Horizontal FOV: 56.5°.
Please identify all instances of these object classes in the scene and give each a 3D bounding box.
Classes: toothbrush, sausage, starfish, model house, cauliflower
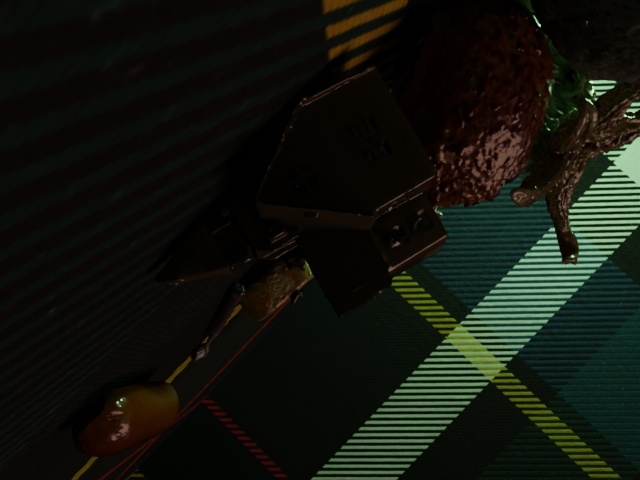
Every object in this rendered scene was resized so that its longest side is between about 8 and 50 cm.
[{"bbox_3d":[-0.191,0.157,1.070,0.029,0.024,0.354,-33,169,-33],"label":"toothbrush"},{"bbox_3d":[-0.266,0.252,0.861,0.089,0.083,0.300,-34,172,-5],"label":"sausage"},{"bbox_3d":[0.341,-0.109,0.747,0.375,0.094,0.327,-33,145,-23],"label":"starfish"},{"bbox_3d":[-0.028,-0.005,0.542,0.248,0.176,0.181,-29,173,-7],"label":"model house"},{"bbox_3d":[0.272,-0.234,0.856,0.272,0.275,0.250,-24,135,-7],"label":"cauliflower"}]

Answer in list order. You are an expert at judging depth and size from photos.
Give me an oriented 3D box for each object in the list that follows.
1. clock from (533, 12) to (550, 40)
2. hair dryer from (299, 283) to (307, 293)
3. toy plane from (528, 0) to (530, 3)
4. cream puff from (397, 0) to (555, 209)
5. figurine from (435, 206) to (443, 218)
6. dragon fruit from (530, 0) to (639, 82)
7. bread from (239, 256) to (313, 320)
[{"bbox_3d":[0.465,-0.417,1.104,0.225,0.049,0.226,-6,173,-1],"label":"clock"},{"bbox_3d":[0.000,0.000,1.262,0.255,0.070,0.128,-51,179,-42],"label":"hair dryer"},{"bbox_3d":[0.327,-0.385,0.991,0.083,0.033,0.080,-47,164,12],"label":"toy plane"},{"bbox_3d":[0.157,-0.140,0.640,0.240,0.163,0.240,-157,-90,-87],"label":"cream puff"},{"bbox_3d":[0.175,-0.120,1.375,0.287,0.176,0.186,-89,179,-75],"label":"figurine"},{"bbox_3d":[0.293,-0.305,0.552,0.283,0.204,0.221,-55,-154,-9],"label":"dragon fruit"},{"bbox_3d":[-0.068,0.071,1.019,0.149,0.073,0.122,-40,-174,-1],"label":"bread"}]
